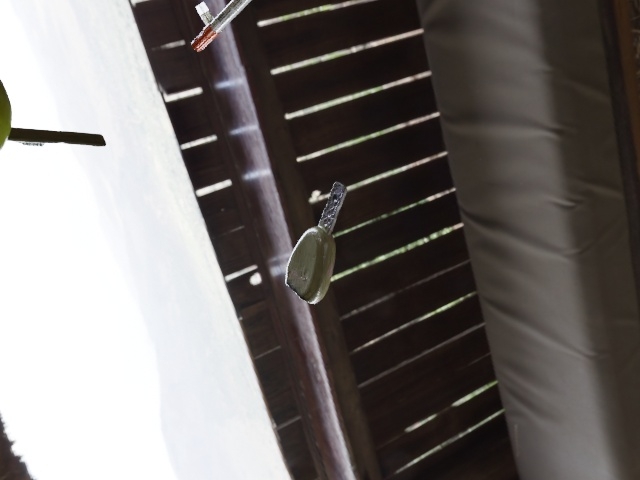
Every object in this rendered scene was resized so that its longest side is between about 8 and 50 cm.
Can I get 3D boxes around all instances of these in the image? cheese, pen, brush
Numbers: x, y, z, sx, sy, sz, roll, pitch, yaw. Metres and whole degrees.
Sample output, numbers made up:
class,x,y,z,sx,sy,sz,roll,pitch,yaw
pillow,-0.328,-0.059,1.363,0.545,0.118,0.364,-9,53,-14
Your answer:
class,x,y,z,sx,sy,sz,roll,pitch,yaw
cheese,0.000,0.000,0.844,0.097,0.037,0.192,41,117,47
pen,-0.171,-0.447,1.040,0.239,0.028,0.028,-30,81,33
brush,-0.497,-0.188,1.005,0.027,0.190,0.034,-44,68,34

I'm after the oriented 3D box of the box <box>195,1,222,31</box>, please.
class,x,y,z,sx,sy,sz,roll,pitch,yaw
box,-0.351,-0.698,1.691,0.079,0.035,0.083,54,-176,-48

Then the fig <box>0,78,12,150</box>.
class,x,y,z,sx,sy,sz,roll,pitch,yaw
fig,-0.611,-0.208,0.731,0.258,0.258,0.326,55,-178,32
